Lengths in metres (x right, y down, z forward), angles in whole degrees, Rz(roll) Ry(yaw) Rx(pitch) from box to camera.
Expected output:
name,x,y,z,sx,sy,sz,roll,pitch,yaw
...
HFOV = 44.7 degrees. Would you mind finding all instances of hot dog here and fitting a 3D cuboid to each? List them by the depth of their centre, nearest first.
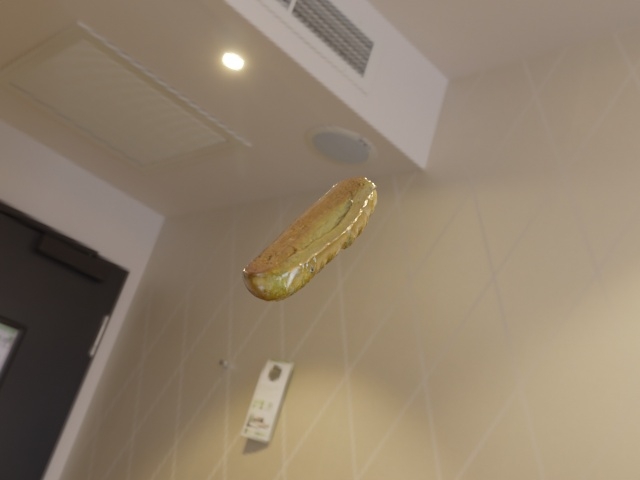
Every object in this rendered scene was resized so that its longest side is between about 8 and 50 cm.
name,x,y,z,sx,sy,sz,roll,pitch,yaw
hot dog,0.000,0.000,0.779,0.066,0.215,0.047,3,-60,29
